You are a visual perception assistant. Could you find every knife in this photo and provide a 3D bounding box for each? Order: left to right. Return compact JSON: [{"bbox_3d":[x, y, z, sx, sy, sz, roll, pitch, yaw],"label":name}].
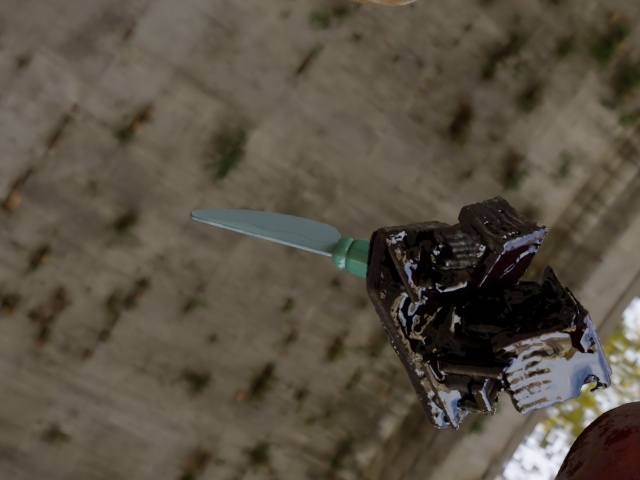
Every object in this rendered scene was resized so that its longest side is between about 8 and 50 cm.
[{"bbox_3d":[0.001,-0.001,1.462,0.063,0.260,0.034,-50,153,-50],"label":"knife"}]

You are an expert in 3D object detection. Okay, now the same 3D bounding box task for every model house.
[{"bbox_3d":[0.146,0.063,1.318,0.141,0.203,0.164,-45,-152,-25],"label":"model house"}]

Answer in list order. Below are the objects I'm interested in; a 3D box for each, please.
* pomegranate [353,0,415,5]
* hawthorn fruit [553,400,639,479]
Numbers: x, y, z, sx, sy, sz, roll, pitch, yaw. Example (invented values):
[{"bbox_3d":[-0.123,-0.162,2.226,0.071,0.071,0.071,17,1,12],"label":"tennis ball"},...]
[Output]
[{"bbox_3d":[0.053,-0.328,1.406,0.215,0.215,0.215,-32,-139,33],"label":"pomegranate"},{"bbox_3d":[0.223,0.211,1.012,0.202,0.185,0.185,-40,-155,-27],"label":"hawthorn fruit"}]
